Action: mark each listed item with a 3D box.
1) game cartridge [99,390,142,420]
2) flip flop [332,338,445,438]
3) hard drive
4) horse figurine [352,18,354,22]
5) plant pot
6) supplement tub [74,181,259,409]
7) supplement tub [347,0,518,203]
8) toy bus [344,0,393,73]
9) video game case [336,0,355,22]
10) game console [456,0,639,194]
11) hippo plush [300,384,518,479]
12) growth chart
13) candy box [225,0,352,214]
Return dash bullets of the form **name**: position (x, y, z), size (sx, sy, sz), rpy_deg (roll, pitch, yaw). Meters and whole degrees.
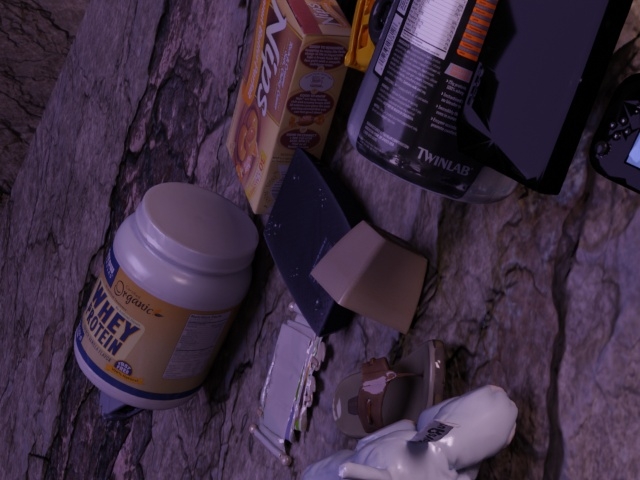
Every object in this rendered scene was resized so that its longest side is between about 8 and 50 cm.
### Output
- **game cartridge**: position (-0.332, 0.210, 2.606), size (0.294, 0.060, 0.196), rpy_deg (-32, 55, 57)
- **flip flop**: position (0.072, 0.186, 1.730), size (0.277, 0.080, 0.112), rpy_deg (-24, 58, 60)
- **hard drive**: position (0.000, 0.000, 1.976), size (0.172, 0.054, 0.254), rpy_deg (-67, 31, 27)
- **horse figurine**: position (0.095, -0.321, 1.921), size (0.174, 0.066, 0.263), rpy_deg (121, 152, -47)
- **plant pot**: position (0.070, 0.039, 1.779), size (0.096, 0.109, 0.109), rpy_deg (-61, 28, 9)
- **supplement tub**: position (-0.244, 0.088, 2.265), size (0.316, 0.228, 0.228), rpy_deg (-64, 29, 29)
- **supplement tub**: position (0.175, -0.228, 1.541), size (0.338, 0.207, 0.207), rpy_deg (-68, 27, 19)
- **toy bus**: position (0.113, -0.296, 1.758), size (0.211, 0.149, 0.220), rpy_deg (5, 83, 62)
- **video game case**: position (-0.014, -0.380, 2.210), size (0.275, 0.035, 0.248), rpy_deg (28, 105, 63)
- **game console**: position (0.286, -0.122, 1.317), size (0.361, 0.044, 0.213), rpy_deg (31, 111, 40)
- **hippo plush**: position (0.135, 0.299, 1.472), size (0.236, 0.234, 0.294), rpy_deg (65, 164, 5)
- **growth chart**: position (-0.042, 0.203, 2.033), size (0.172, 0.021, 0.237), rpy_deg (40, 116, 62)
- **candy box**: position (-0.049, -0.214, 2.082), size (0.183, 0.088, 0.316), rpy_deg (-115, 34, -46)
